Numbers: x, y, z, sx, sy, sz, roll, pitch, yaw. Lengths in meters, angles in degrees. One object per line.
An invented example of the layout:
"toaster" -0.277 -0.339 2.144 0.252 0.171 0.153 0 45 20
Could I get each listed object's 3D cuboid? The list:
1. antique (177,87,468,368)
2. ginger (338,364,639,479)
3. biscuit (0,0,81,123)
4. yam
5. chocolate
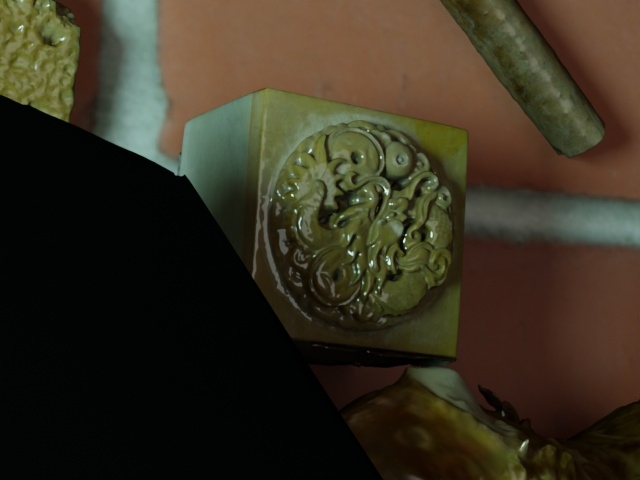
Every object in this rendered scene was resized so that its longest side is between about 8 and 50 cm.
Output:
"antique" 0.000 0.000 0.832 0.147 0.148 0.151 8 80 -28
"ginger" 0.146 0.169 0.857 0.418 0.176 0.254 33 79 -39
"biscuit" -0.202 -0.100 0.784 0.131 0.026 0.236 4 94 -29
"yam" 0.108 -0.167 0.955 0.046 0.046 0.264 -46 106 -22
"chocolate" -0.204 0.173 0.613 0.384 0.331 0.383 25 44 -26
